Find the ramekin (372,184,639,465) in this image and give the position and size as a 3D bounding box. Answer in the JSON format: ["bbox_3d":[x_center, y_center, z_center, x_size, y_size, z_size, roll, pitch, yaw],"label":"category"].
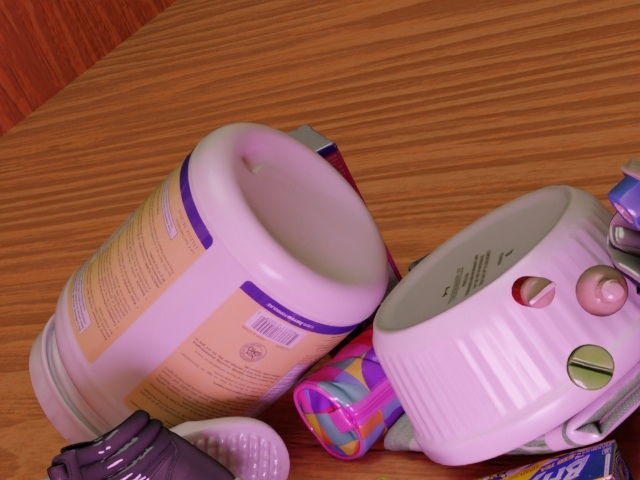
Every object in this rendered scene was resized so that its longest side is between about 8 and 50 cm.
[{"bbox_3d":[0.168,0.063,1.679,0.273,0.127,0.273,-34,12,8],"label":"ramekin"}]

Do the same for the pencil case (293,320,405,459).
[{"bbox_3d":[0.083,0.114,1.905,0.236,0.104,0.104,-40,24,-25],"label":"pencil case"}]

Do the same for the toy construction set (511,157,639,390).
[{"bbox_3d":[0.297,0.015,1.379,0.309,0.257,0.237,-16,-1,2],"label":"toy construction set"}]

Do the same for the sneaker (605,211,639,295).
[{"bbox_3d":[0.331,-0.011,1.602,0.086,0.163,0.226,-55,3,45],"label":"sneaker"}]

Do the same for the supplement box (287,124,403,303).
[{"bbox_3d":[0.000,0.000,2.108,0.114,0.220,0.111,-29,21,-8],"label":"supplement box"}]

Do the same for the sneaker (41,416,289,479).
[{"bbox_3d":[-0.206,0.254,1.872,0.366,0.135,0.150,-25,23,1],"label":"sneaker"}]

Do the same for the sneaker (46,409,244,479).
[{"bbox_3d":[-0.217,0.274,1.740,0.296,0.147,0.104,-44,-2,1],"label":"sneaker"}]

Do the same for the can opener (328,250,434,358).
[{"bbox_3d":[0.135,0.063,2.038,0.283,0.076,0.095,-28,52,-5],"label":"can opener"}]

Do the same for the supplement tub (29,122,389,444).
[{"bbox_3d":[-0.117,0.068,1.948,0.331,0.241,0.241,-43,11,28],"label":"supplement tub"}]

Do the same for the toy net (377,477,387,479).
[{"bbox_3d":[0.089,0.275,1.545,0.232,0.045,0.122,20,75,53],"label":"toy net"}]

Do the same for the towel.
[{"bbox_3d":[0.218,0.110,1.750,0.248,0.038,0.325,-40,14,-24],"label":"towel"}]

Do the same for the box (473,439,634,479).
[{"bbox_3d":[0.174,0.222,1.592,0.169,0.054,0.059,-20,21,20],"label":"box"}]
